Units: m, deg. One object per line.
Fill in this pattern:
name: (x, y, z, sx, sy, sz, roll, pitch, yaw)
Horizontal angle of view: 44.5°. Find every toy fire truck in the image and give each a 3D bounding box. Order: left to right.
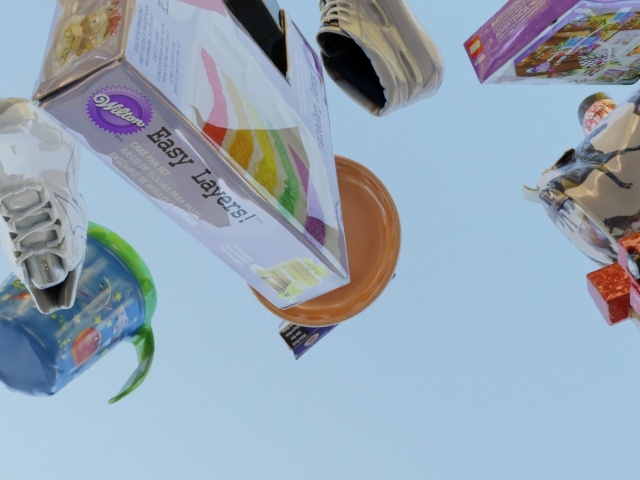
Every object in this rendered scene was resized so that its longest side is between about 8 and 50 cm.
toy fire truck: (0.272, 0.061, 0.607, 0.047, 0.135, 0.192, -21, -135, 1)

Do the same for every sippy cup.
sippy cup: (-0.414, 0.118, 1.230, 0.305, 0.240, 0.224, 22, -143, 10)

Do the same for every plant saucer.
plant saucer: (0.000, 0.000, 0.904, 0.200, 0.037, 0.200, -3, -98, 21)

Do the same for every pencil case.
pencil case: (0.475, -0.159, 1.072, 0.183, 0.160, 0.410, 43, -89, 17)

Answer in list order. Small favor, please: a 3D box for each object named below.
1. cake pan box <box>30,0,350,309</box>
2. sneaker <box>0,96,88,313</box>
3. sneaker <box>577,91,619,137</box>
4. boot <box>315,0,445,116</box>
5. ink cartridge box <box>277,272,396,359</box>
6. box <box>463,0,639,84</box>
cake pan box: (-0.074, -0.119, 0.557, 0.070, 0.246, 0.267, -22, -133, 19)
sneaker: (-0.284, -0.030, 0.796, 0.111, 0.297, 0.129, -12, -119, -10)
sneaker: (0.557, -0.136, 1.444, 0.090, 0.145, 0.270, -27, -50, 11)
boot: (0.034, -0.261, 0.895, 0.258, 0.095, 0.123, 53, -134, 4)
ink cartridge box: (0.021, 0.097, 1.362, 0.223, 0.224, 0.045, -40, -83, 0)
box: (0.326, -0.246, 0.846, 0.293, 0.201, 0.057, -8, -109, -37)
